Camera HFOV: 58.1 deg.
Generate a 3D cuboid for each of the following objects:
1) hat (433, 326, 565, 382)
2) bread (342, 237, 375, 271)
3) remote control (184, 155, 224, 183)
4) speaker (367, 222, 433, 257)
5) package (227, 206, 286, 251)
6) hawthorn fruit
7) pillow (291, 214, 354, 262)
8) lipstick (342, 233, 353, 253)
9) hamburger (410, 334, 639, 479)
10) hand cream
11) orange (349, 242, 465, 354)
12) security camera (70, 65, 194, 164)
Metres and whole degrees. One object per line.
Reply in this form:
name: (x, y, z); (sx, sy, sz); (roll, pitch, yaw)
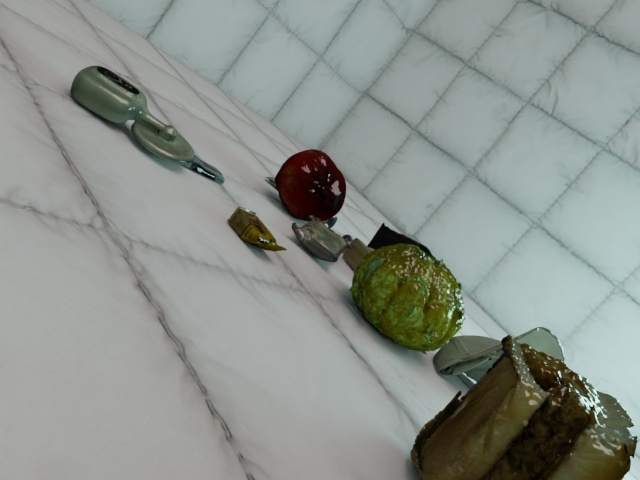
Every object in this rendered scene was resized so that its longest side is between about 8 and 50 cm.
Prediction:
hat: (0.452, 0.291, 1.461); (0.257, 0.301, 0.168); (36, 34, -22)
bread: (0.130, 0.070, 1.693); (0.105, 0.077, 0.152); (32, 16, -12)
remote control: (-0.306, -0.191, 1.437); (0.166, 0.029, 0.065); (25, 17, -52)
speaker: (0.234, 0.079, 1.782); (0.184, 0.180, 0.388); (32, 11, -1)
package: (-0.138, -0.013, 1.246); (0.131, 0.047, 0.071); (47, 11, 27)
hawthorn fruit: (-0.036, -0.179, 1.816); (0.230, 0.210, 0.266); (38, 6, -23)
pillow: (0.000, 0.000, 1.607); (0.169, 0.059, 0.255); (40, 13, 5)
lipstick: (0.089, 0.013, 1.879); (0.040, 0.040, 0.141); (38, 12, -9)
hamburger: (0.274, 0.289, 0.831); (0.195, 0.277, 0.318); (37, 16, 9)
hand cream: (-0.064, -0.137, 1.950); (0.276, 0.059, 0.095); (36, 12, 9)
orange: (0.211, 0.124, 1.399); (0.300, 0.223, 0.301); (41, 11, 35)
security camera: (-0.405, -0.281, 1.296); (0.301, 0.080, 0.157); (35, 20, -13)
